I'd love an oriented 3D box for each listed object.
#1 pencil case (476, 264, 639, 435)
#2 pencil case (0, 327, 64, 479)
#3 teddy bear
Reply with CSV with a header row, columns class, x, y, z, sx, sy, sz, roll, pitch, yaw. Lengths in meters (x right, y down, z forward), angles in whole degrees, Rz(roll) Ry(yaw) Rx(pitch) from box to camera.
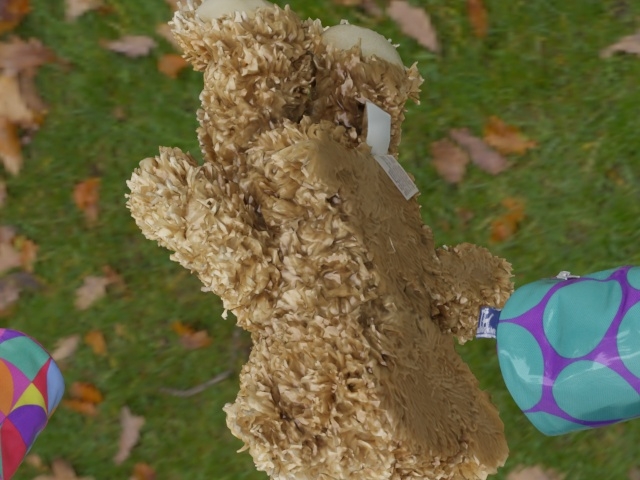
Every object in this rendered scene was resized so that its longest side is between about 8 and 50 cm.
class,x,y,z,sx,sy,sz,roll,pitch,yaw
pencil case,0.139,0.030,0.661,0.152,0.064,0.070,-19,60,42
pencil case,-0.284,0.172,1.301,0.104,0.236,0.104,12,131,14
teddy bear,0.000,0.000,0.981,0.113,0.245,0.338,-35,71,38
